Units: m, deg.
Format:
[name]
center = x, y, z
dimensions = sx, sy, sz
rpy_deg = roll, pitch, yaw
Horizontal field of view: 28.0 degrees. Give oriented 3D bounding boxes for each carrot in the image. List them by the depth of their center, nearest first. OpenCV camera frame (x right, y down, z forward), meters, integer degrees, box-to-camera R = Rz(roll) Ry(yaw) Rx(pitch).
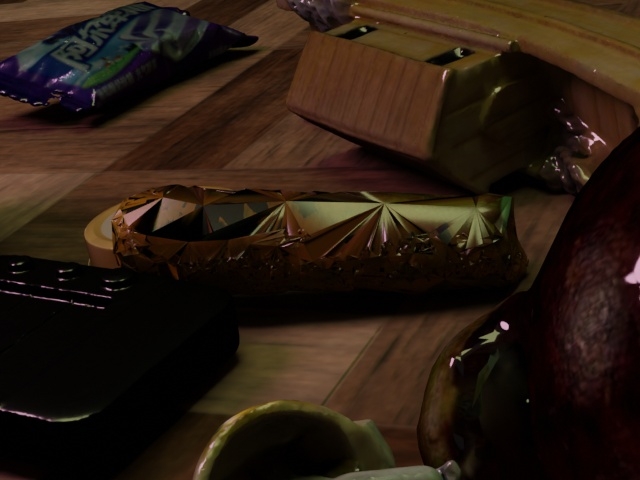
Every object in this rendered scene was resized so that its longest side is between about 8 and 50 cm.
[carrot]
center = 0.000, 0.000, 0.711
dimensions = 0.229, 0.069, 0.069
rpy_deg = 0, 24, 9

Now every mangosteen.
[mangosteen]
center = 0.151, 0.049, 0.394
dimensions = 0.210, 0.209, 0.210
rpy_deg = -9, 22, 4

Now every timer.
[timer]
center = -0.151, 0.061, 0.670
dimensions = 0.187, 0.055, 0.144
rpy_deg = 7, 28, 29

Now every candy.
[candy]
center = -0.190, -0.181, 1.252
dimensions = 0.145, 0.070, 0.275
rpy_deg = 17, 32, 34

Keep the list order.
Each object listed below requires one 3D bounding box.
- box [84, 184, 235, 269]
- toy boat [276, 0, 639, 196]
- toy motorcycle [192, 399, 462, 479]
[box]
center = -0.095, 0.000, 0.808
dimensions = 0.106, 0.037, 0.105
rpy_deg = -10, 22, 4
[toy boat]
center = 0.093, -0.109, 0.866
dimensions = 0.162, 0.136, 0.445
rpy_deg = -27, 28, -24
[toy motorcycle]
center = 0.018, 0.123, 0.337
dimensions = 0.094, 0.129, 0.229
rpy_deg = -21, 25, -18
